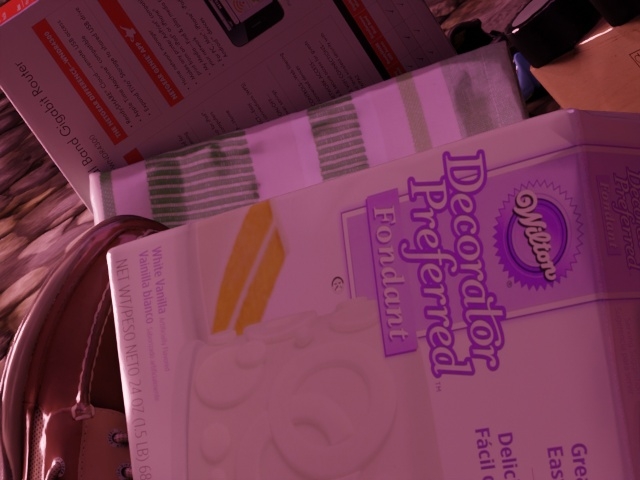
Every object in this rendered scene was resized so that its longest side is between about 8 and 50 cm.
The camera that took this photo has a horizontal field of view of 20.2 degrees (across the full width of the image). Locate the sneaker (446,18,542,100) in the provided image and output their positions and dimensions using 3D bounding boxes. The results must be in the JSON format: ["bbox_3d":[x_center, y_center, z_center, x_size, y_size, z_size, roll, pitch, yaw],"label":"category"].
[{"bbox_3d":[0.137,-0.165,1.620,0.067,0.078,0.188,-39,19,-17],"label":"sneaker"}]

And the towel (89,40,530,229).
[{"bbox_3d":[0.000,0.000,1.240,0.325,0.038,0.248,-18,53,9],"label":"towel"}]

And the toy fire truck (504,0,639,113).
[{"bbox_3d":[0.240,-0.190,1.041,0.246,0.158,0.217,-48,10,-28],"label":"toy fire truck"}]

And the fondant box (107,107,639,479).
[{"bbox_3d":[0.041,0.087,0.901,0.330,0.238,0.096,-15,-11,42],"label":"fondant box"}]

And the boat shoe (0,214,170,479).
[{"bbox_3d":[-0.121,0.149,1.048,0.116,0.324,0.123,15,4,40],"label":"boat shoe"}]

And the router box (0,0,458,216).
[{"bbox_3d":[-0.051,-0.106,1.378,0.301,0.335,0.082,-33,19,-1],"label":"router box"}]
